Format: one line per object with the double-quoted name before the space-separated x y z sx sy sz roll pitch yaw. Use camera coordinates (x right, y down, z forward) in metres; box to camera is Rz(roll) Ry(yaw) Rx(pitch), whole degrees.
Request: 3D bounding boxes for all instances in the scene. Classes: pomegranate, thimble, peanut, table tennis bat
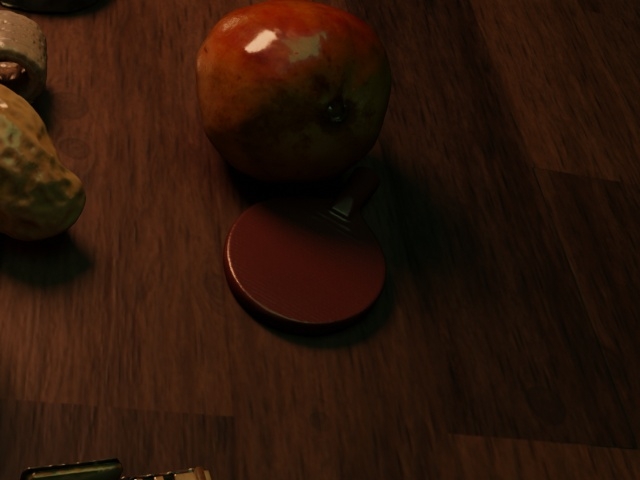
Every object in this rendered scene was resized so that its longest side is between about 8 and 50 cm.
"pomegranate" -0.040 -0.200 1.387 0.252 0.229 0.270 -9 28 -20
"thimble" -0.402 -0.225 1.334 0.115 0.102 0.090 -14 48 3
"peanut" -0.405 -0.115 1.196 0.325 0.140 0.153 37 62 7
"table tennis bat" 0.000 0.000 1.332 0.200 0.038 0.310 30 43 6

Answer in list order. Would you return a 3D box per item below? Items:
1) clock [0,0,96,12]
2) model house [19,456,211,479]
"clock" -0.419 -0.418 1.561 0.226 0.049 0.226 12 42 -11
"model house" -0.188 0.304 0.843 0.271 0.178 0.206 1 48 -28
